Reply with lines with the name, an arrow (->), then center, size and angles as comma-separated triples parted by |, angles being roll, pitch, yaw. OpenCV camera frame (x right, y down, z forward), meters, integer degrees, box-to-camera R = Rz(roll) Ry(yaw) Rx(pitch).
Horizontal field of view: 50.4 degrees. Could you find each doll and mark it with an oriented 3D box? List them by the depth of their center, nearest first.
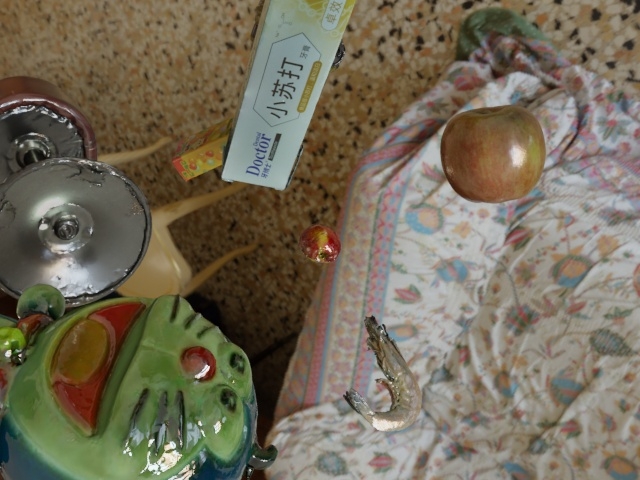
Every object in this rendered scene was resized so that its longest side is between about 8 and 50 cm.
doll -> -0.188, 0.128, 0.541 | 0.321, 0.199, 0.186 | 20, 128, -2

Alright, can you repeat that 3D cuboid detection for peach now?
peach -> 0.000, 0.000, 1.262 | 0.083, 0.077, 0.050 | -104, 20, -58

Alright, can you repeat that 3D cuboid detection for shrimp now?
shrimp -> 0.103, 0.253, 1.279 | 0.046, 0.152, 0.219 | -44, 65, 58

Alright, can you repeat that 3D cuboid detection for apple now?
apple -> 0.318, -0.157, 1.253 | 0.188, 0.188, 0.174 | 3, 109, 46

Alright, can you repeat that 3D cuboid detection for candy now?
candy -> -0.143, -0.132, 0.944 | 0.121, 0.062, 0.038 | -21, 123, 17

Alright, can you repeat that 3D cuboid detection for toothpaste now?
toothpaste -> -0.035, -0.183, 0.718 | 0.313, 0.089, 0.071 | 116, 157, -48

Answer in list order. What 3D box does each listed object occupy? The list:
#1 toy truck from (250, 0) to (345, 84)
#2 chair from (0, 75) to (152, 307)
toy truck -> -0.067, -0.429, 1.517 | 0.224, 0.165, 0.147 | 37, -177, -37
chair -> -0.424, -0.094, 1.049 | 0.401, 0.226, 0.227 | 44, 143, 48
